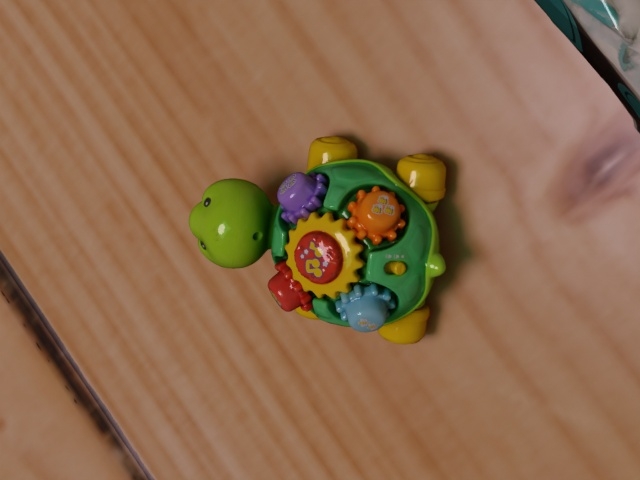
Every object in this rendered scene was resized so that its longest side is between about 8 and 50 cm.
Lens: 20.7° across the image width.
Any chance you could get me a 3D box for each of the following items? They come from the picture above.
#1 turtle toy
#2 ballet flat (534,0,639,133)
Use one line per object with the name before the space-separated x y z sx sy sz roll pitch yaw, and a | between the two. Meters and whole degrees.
turtle toy | 0.000 0.000 0.844 0.130 0.066 0.095 13 107 27
ballet flat | 0.157 -0.100 0.717 0.147 0.147 0.409 -37 84 30
